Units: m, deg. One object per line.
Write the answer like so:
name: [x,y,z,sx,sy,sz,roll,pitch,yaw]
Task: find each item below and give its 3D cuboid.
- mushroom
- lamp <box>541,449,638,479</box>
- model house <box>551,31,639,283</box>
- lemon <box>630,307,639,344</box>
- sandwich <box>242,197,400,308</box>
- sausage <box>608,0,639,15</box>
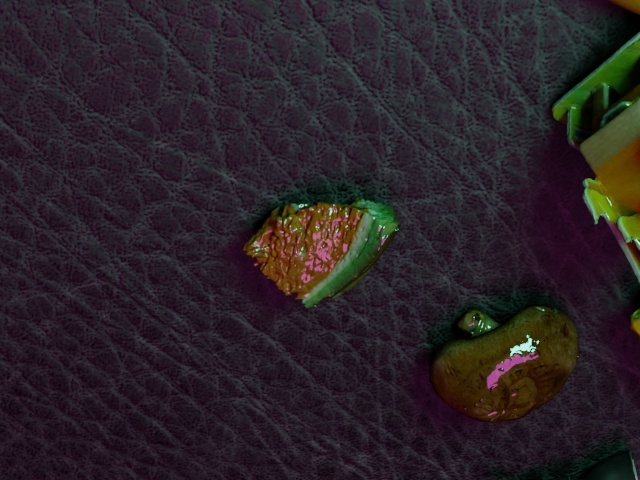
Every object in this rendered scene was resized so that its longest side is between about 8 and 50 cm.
mushroom: [0.283,0.194,1.780,0.231,0.138,0.194,-31,122,15]
lamp: [0.416,0.441,1.977,0.227,0.147,0.172,-13,148,13]
model house: [0.490,-0.046,1.509,0.357,0.313,0.242,20,149,-21]
lemon: [0.573,0.126,1.735,0.256,0.188,0.188,0,124,-5]
sandwich: [0.006,-0.006,1.648,0.160,0.109,0.185,39,116,-5]
sausage: [0.485,-0.312,1.478,0.353,0.116,0.134,15,107,-20]
